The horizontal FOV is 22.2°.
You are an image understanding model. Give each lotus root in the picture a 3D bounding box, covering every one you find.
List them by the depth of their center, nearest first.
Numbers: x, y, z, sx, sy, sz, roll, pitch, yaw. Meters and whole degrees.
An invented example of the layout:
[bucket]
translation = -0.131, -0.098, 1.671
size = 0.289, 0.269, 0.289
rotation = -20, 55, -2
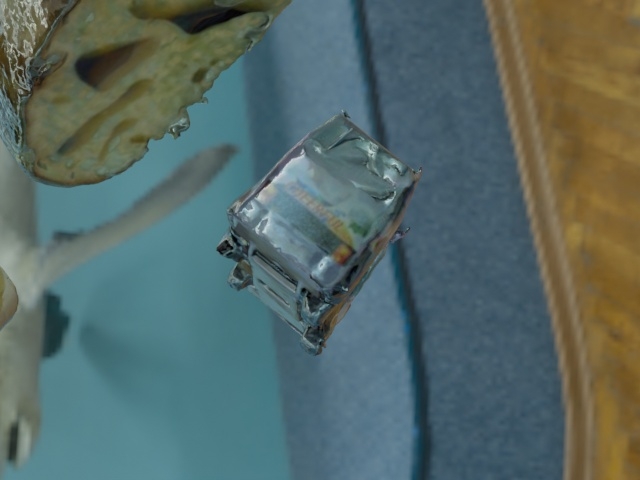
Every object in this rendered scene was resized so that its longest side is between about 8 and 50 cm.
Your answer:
[lotus root]
translation = -0.125, -0.143, 1.077
size = 0.261, 0.170, 0.074
rotation = -45, 54, 25

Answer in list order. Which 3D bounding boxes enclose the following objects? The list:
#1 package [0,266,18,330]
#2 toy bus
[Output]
[package]
translation = -0.319, 0.068, 0.733
size = 0.221, 0.311, 0.165
rotation = -10, 116, 32
[toy bus]
translation = 0.000, 0.000, 1.292
size = 0.138, 0.112, 0.317
rotation = -50, -4, -8
